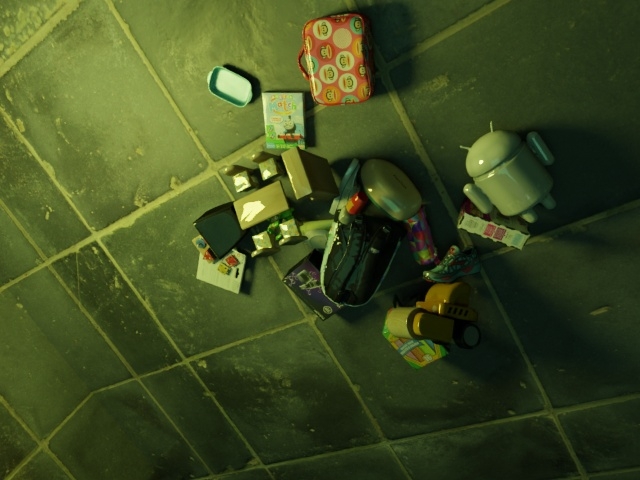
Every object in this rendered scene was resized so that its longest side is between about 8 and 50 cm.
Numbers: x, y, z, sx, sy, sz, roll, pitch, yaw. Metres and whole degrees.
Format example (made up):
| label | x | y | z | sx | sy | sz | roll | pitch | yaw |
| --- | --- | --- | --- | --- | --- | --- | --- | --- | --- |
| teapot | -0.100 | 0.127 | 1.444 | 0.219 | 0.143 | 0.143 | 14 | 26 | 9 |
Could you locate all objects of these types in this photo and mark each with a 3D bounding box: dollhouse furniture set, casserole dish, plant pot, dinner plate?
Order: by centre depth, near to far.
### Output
| label | x | y | z | sx | sy | sz | roll | pitch | yaw |
| --- | --- | --- | --- | --- | --- | --- | --- | --- | --- |
| dollhouse furniture set | -0.167 | -0.167 | 1.803 | 0.394 | 0.256 | 0.362 | -23 | 81 | 22 |
| casserole dish | -0.339 | -0.585 | 1.847 | 0.188 | 0.037 | 0.114 | 27 | 120 | 2 |
| dinner plate | 0.000 | 0.000 | 2.007 | 0.141 | 0.017 | 0.141 | 3 | 144 | 2 |
| plant pot | -0.391 | -0.064 | 2.049 | 0.167 | 0.188 | 0.187 | -31 | 103 | 16 |

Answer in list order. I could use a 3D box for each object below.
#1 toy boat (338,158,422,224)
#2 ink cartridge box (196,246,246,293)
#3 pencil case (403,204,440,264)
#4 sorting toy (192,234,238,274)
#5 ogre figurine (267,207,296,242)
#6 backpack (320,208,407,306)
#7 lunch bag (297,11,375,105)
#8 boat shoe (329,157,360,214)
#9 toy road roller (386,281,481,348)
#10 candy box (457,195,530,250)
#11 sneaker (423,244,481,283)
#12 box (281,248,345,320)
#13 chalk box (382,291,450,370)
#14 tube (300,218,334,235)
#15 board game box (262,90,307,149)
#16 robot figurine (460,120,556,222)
| label | x | y | z | sx | sy | sz | roll | pitch | yaw |
| --- | --- | --- | --- | --- | --- | --- | --- | --- | --- |
| toy boat | 0.197 | -0.156 | 1.743 | 0.267 | 0.318 | 0.148 | 54 | 141 | 13 |
| ink cartridge box | -0.447 | 0.113 | 2.223 | 0.224 | 0.045 | 0.223 | 20 | 118 | 8 |
| pencil case | 0.385 | -0.020 | 1.868 | 0.104 | 0.104 | 0.236 | -15 | 111 | 23 |
| sorting toy | -0.485 | 0.036 | 2.146 | 0.132 | 0.046 | 0.274 | -29 | 102 | 25 |
| ogre figurine | -0.173 | -0.104 | 2.002 | 0.118 | 0.197 | 0.097 | -33 | 147 | 19 |
| backpack | 0.137 | 0.081 | 1.889 | 0.290 | 0.273 | 0.355 | 15 | 89 | -7 |
| lunch bag | 0.049 | -0.611 | 1.664 | 0.258 | 0.120 | 0.293 | 1 | 116 | 18 |
| boat shoe | 0.113 | -0.198 | 1.876 | 0.084 | 0.095 | 0.258 | 23 | 131 | 1 |
| toy road roller | 0.426 | 0.260 | 1.800 | 0.329 | 0.240 | 0.202 | 14 | 168 | -23 |
| candy box | 0.615 | -0.065 | 1.738 | 0.233 | 0.159 | 0.071 | 20 | 121 | 8 |
| sneaker | 0.488 | 0.081 | 1.838 | 0.104 | 0.262 | 0.125 | 13 | 115 | 60 |
| box | -0.006 | 0.194 | 2.091 | 0.261 | 0.103 | 0.184 | 45 | 126 | -8 |
| chalk box | 0.379 | 0.352 | 2.010 | 0.179 | 0.180 | 0.289 | -38 | 99 | 29 |
| tube | 0.002 | -0.051 | 1.997 | 0.240 | 0.070 | 0.062 | -1 | 75 | 13 |
| board game box | -0.134 | -0.455 | 1.847 | 0.160 | 0.039 | 0.211 | 5 | 116 | 16 |
| robot figurine | 0.630 | -0.225 | 1.629 | 0.300 | 0.200 | 0.353 | -42 | 99 | 9 |
